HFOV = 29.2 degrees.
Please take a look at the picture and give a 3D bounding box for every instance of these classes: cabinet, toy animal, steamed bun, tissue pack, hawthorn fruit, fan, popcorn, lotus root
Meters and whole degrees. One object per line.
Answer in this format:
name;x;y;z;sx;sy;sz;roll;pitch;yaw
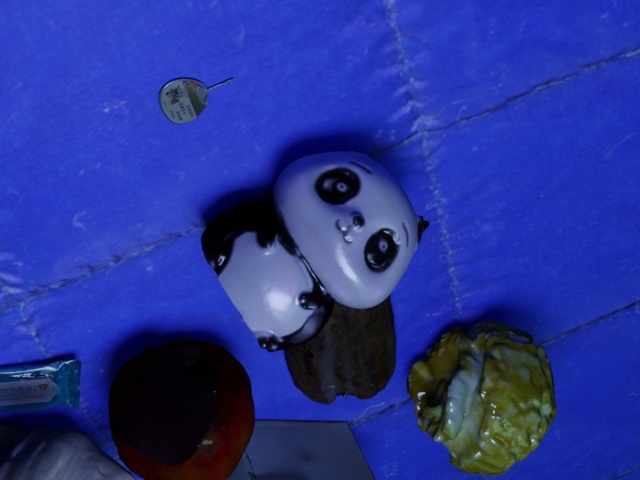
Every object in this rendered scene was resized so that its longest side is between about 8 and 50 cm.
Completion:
cabinet;-0.050;0.357;1.755;0.206;0.145;0.150;6;128;-32
toy animal;-0.004;0.003;1.402;0.235;0.165;0.187;-31;96;11
steamed bun;-0.393;0.333;1.489;0.320;0.275;0.206;-30;112;-36
tissue pack;-0.364;0.180;1.506;0.138;0.028;0.085;-4;131;-17
hawthorn fruit;-0.171;0.235;1.542;0.190;0.189;0.251;-14;141;-14
fan;-0.138;-0.156;1.299;0.080;0.003;0.060;-43;137;18
popcorn;0.231;0.213;1.698;0.184;0.221;0.204;25;112;-16
lotus root;0.032;0.116;1.607;0.167;0.078;0.329;-22;139;-8
